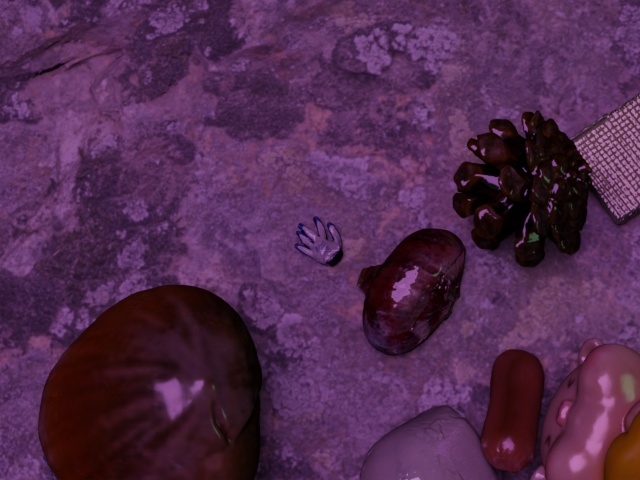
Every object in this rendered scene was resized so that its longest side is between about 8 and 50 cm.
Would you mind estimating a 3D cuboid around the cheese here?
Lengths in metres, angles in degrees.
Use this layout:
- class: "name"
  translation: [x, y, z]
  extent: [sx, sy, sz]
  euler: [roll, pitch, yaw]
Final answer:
- class: "cheese"
  translation: [0.144, 0.337, 1.535]
  extent: [0.154, 0.189, 0.198]
  euler: [-40, 66, 37]

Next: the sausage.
- class: "sausage"
  translation: [0.268, 0.234, 1.556]
  extent: [0.077, 0.077, 0.194]
  euler: [6, 48, 14]

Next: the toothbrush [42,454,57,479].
- class: "toothbrush"
  translation: [-0.328, 0.488, 1.673]
  extent: [0.040, 0.040, 0.386]
  euler: [-27, 75, 5]

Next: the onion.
- class: "onion"
  translation: [0.123, 0.065, 1.642]
  extent: [0.151, 0.098, 0.206]
  euler: [21, 82, 15]

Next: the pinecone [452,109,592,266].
- class: "pinecone"
  translation: [0.284, -0.069, 1.582]
  extent: [0.202, 0.229, 0.201]
  euler: [-45, 32, -18]

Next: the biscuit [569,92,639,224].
- class: "biscuit"
  translation: [0.495, -0.150, 1.637]
  extent: [0.252, 0.052, 0.150]
  euler: [-36, 75, 4]

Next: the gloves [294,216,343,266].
- class: "gloves"
  translation: [0.000, 0.000, 1.725]
  extent: [0.086, 0.026, 0.064]
  euler: [33, 84, 23]

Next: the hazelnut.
- class: "hazelnut"
  translation: [-0.221, 0.240, 1.560]
  extent: [0.315, 0.372, 0.372]
  euler: [-7, 71, -29]

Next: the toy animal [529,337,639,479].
- class: "toy animal"
  translation: [0.410, 0.224, 1.463]
  extent: [0.247, 0.277, 0.345]
  euler: [37, 89, 32]
